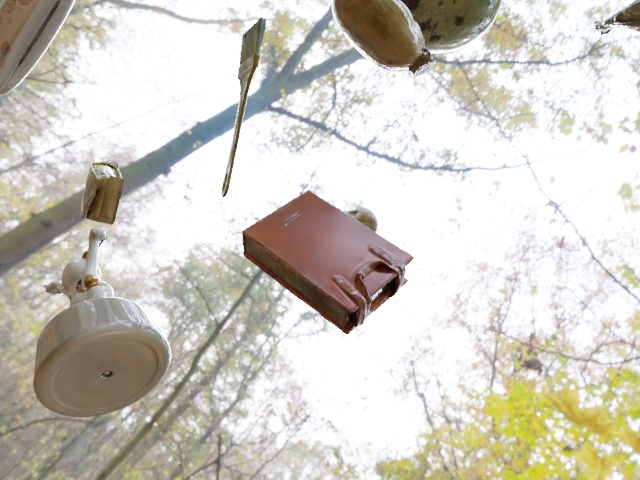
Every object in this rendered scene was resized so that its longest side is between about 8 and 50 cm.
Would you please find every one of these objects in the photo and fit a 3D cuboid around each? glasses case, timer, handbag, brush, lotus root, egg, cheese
[{"bbox_3d":[-0.364,-0.272,0.659,0.081,0.051,0.204,44,-79,28],"label":"glasses case"},{"bbox_3d":[-0.348,0.105,0.801,0.266,0.175,0.175,51,-30,42],"label":"timer"},{"bbox_3d":[0.009,0.021,0.678,0.190,0.127,0.062,36,-38,27],"label":"handbag"},{"bbox_3d":[-0.096,-0.151,0.626,0.083,0.011,0.205,-165,-96,-66],"label":"brush"},{"bbox_3d":[0.053,-0.223,0.537,0.150,0.073,0.062,47,-59,4],"label":"lotus root"},{"bbox_3d":[0.209,-0.419,0.932,0.177,0.228,0.177,56,-16,25],"label":"egg"},{"bbox_3d":[0.000,0.000,0.846,0.065,0.194,0.043,-130,-161,-63],"label":"cheese"}]

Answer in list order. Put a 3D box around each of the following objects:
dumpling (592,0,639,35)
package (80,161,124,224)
[{"bbox_3d":[0.545,-0.335,0.749,0.166,0.332,0.085,-6,-82,-2],"label":"dumpling"},{"bbox_3d":[-0.316,-0.074,0.769,0.131,0.047,0.071,40,-62,60],"label":"package"}]
